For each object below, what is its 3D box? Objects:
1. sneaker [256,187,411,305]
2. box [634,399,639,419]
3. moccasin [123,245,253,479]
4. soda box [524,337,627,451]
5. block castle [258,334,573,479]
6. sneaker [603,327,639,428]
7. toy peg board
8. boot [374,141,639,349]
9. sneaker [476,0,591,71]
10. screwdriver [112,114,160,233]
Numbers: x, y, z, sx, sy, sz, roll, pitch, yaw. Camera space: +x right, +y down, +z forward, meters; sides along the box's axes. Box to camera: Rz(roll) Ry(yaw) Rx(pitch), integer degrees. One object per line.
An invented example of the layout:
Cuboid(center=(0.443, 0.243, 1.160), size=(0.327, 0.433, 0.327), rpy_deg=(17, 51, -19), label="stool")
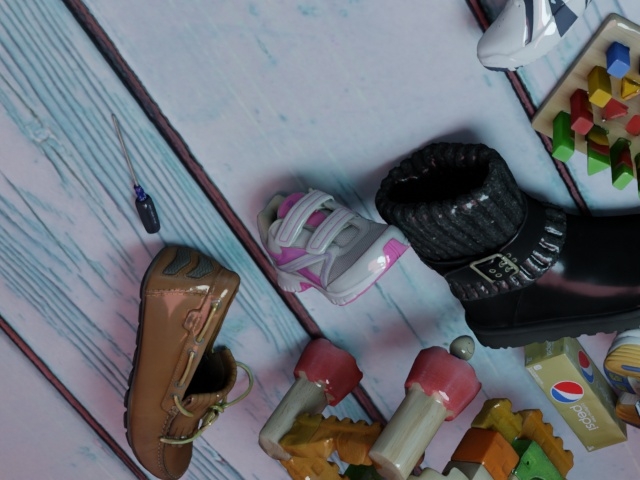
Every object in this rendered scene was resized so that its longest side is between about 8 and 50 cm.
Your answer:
Cuboid(center=(0.000, 0.000, 1.501), size=(0.252, 0.103, 0.111), rpy_deg=(-1, 130, 56), label="sneaker")
Cuboid(center=(0.598, 0.265, 1.496), size=(0.395, 0.212, 0.293), rpy_deg=(-22, 143, 9), label="box")
Cuboid(center=(-0.168, 0.176, 1.723), size=(0.147, 0.139, 0.380), rpy_deg=(17, 123, 7), label="moccasin")
Cuboid(center=(0.328, 0.189, 1.681), size=(0.058, 0.061, 0.181), rpy_deg=(-24, 123, 26), label="soda box")
Cuboid(center=(0.165, 0.318, 1.696), size=(0.303, 0.213, 0.453), rpy_deg=(-2, 132, 51), label="block castle")
Cuboid(center=(0.425, 0.154, 1.604), size=(0.112, 0.131, 0.296), rpy_deg=(15, 159, 23), label="sneaker")
Cuboid(center=(0.333, -0.128, 1.395), size=(0.161, 0.079, 0.160), rpy_deg=(24, 131, -11), label="toy peg board")
Cuboid(center=(0.260, -0.015, 1.470), size=(0.348, 0.131, 0.260), rpy_deg=(-19, 125, 25), label="boot")
Cuboid(center=(0.207, -0.282, 1.275), size=(0.153, 0.094, 0.235), rpy_deg=(38, 126, -20), label="sneaker")
Cuboid(center=(-0.227, -0.077, 1.579), size=(0.025, 0.024, 0.170), rpy_deg=(-25, 125, -6), label="screwdriver")
